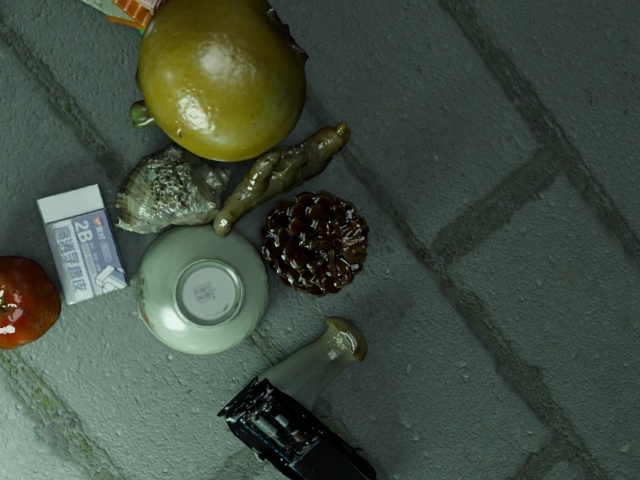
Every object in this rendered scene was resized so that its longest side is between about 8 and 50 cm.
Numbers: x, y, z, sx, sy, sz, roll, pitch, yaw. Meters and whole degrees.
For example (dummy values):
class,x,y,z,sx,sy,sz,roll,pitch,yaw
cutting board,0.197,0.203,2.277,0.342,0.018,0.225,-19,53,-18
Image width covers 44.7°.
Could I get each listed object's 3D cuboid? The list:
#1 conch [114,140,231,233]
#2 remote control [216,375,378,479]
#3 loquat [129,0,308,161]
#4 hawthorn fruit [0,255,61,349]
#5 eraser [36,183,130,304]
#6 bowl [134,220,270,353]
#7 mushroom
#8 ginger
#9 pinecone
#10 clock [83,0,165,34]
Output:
class,x,y,z,sx,sy,sz,roll,pitch,yaw
conch,-0.292,-0.100,1.506,0.245,0.178,0.163,-27,136,-4
remote control,-0.029,0.412,1.535,0.144,0.062,0.399,-43,122,1
loquat,-0.199,-0.297,1.427,0.359,0.328,0.329,-23,97,13
hawthorn fruit,-0.567,0.114,1.428,0.189,0.189,0.189,0,92,-12
eraser,-0.457,0.007,1.503,0.124,0.068,0.210,-16,94,-11
bowl,-0.224,0.098,1.520,0.276,0.145,0.277,0,92,-15
mushroom,-0.042,0.295,1.589,0.328,0.122,0.159,-40,135,-8
ginger,-0.073,-0.138,1.520,0.333,0.166,0.080,-30,65,-32
pinecone,0.000,0.000,1.532,0.221,0.221,0.222,0,92,-12
clock,-0.406,-0.488,1.422,0.255,0.220,0.106,26,84,-12
